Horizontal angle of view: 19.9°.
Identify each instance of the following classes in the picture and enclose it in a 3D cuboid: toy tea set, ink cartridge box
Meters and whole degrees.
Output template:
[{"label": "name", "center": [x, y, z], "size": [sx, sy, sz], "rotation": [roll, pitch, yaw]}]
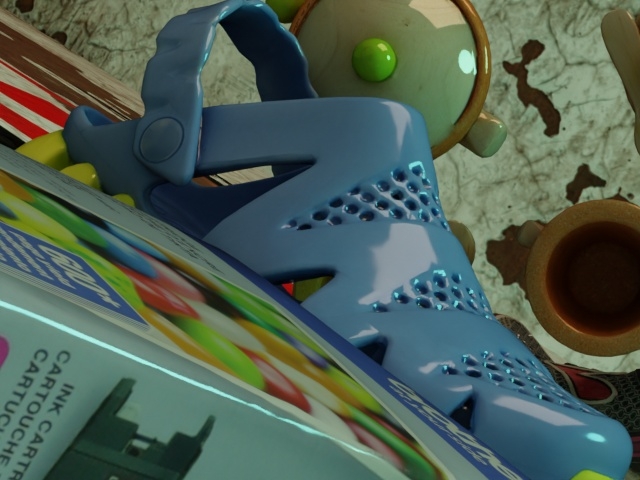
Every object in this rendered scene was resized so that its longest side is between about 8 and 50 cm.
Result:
[{"label": "toy tea set", "center": [0.127, -0.032, 0.824], "size": [0.336, 0.200, 0.124], "rotation": [-4, -1, 11]}, {"label": "ink cartridge box", "center": [-0.060, 0.026, 0.439], "size": [0.311, 0.065, 0.186], "rotation": [31, 3, -45]}]

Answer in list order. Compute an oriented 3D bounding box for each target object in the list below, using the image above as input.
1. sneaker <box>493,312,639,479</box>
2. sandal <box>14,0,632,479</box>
[{"label": "sneaker", "center": [0.159, 0.099, 0.906], "size": [0.121, 0.112, 0.299], "rotation": [30, 3, -30]}, {"label": "sandal", "center": [0.000, 0.000, 0.726], "size": [0.317, 0.138, 0.126], "rotation": [35, 3, 33]}]
